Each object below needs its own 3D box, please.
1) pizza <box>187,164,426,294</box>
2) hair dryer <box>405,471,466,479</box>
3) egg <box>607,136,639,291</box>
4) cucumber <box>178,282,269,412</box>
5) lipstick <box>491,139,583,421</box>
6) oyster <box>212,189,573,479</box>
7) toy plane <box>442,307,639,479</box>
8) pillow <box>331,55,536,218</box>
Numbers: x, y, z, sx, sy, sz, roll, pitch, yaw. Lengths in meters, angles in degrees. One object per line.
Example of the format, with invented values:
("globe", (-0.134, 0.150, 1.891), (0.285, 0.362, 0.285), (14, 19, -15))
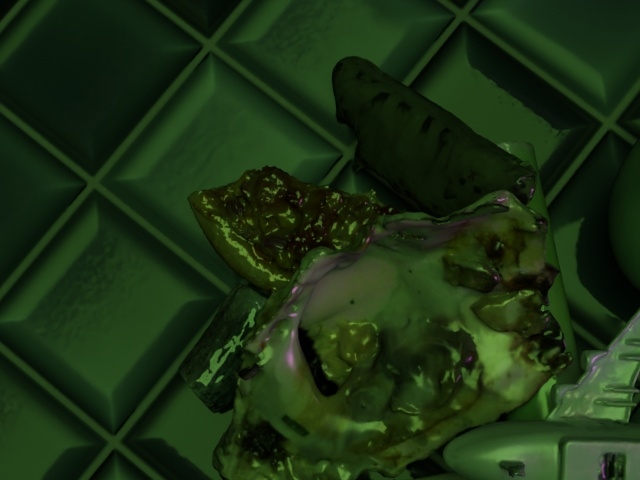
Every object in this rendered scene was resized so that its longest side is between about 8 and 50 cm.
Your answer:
("pizza", (0.000, -0.001, 1.073), (0.246, 0.058, 0.127), (26, 82, 4))
("hair dryer", (0.068, 0.379, 0.986), (0.203, 0.128, 0.362), (-11, 88, -1))
("egg", (0.340, -0.043, 1.012), (0.231, 0.168, 0.168), (-43, 81, -8))
("cucumber", (-0.075, 0.093, 1.062), (0.064, 0.064, 0.112), (34, 85, 7))
("lipstick", (0.178, 0.070, 1.048), (0.076, 0.076, 0.304), (-11, 79, 0))
("oyster", (0.043, 0.086, 1.012), (0.354, 0.107, 0.201), (-33, 110, 12))
("toy plane", (0.222, 0.167, 0.942), (0.255, 0.101, 0.251), (3, 92, -14))
("pillow", (0.083, -0.075, 1.057), (0.241, 0.051, 0.093), (37, 118, 35))
